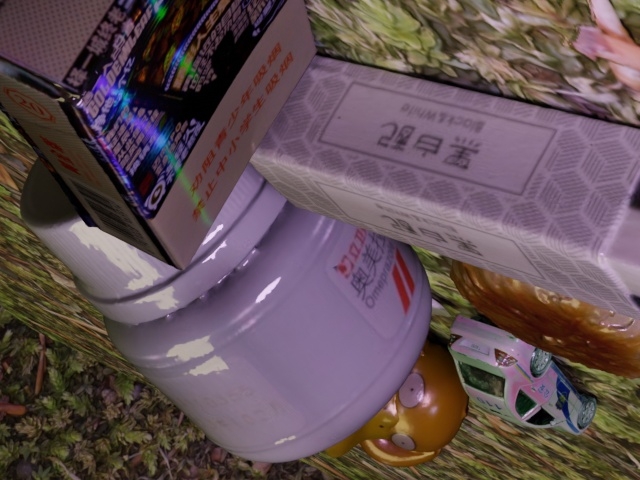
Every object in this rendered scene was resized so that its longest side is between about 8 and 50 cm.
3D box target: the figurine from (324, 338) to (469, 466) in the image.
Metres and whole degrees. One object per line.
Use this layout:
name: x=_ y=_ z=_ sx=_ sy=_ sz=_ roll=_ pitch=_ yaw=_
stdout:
figurine: x=0.045 y=0.156 z=1.876 sx=0.228 sy=0.215 sz=0.215 roll=38 pitch=176 yaw=45

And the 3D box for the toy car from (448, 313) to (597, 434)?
toy car: x=0.201 y=0.147 z=1.665 sx=0.090 sy=0.076 sz=0.224 roll=18 pitch=162 yaw=37

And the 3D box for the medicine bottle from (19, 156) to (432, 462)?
medicine bottle: x=-0.078 y=0.013 z=1.387 sx=0.306 sy=0.245 sz=0.245 roll=47 pitch=160 yaw=-30

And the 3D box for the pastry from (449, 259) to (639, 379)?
pastry: x=0.189 y=0.035 z=1.227 sx=0.182 sy=0.093 sz=0.192 roll=27 pitch=166 yaw=3

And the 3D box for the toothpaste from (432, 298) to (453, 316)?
toothpaste: x=0.000 y=0.000 z=1.619 sx=0.314 sy=0.056 sz=0.058 roll=34 pitch=-153 yaw=-30

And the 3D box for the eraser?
eraser: x=0.126 y=-0.033 z=1.102 sx=0.404 sy=0.096 sz=0.098 roll=19 pitch=163 yaw=41

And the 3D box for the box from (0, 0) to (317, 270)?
box: x=-0.098 y=-0.119 z=1.031 sx=0.084 sy=0.198 sz=0.310 roll=27 pitch=167 yaw=14

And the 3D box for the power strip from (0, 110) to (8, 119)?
power strip: x=-0.330 y=-0.164 z=1.737 sx=0.081 sy=0.035 sz=0.192 roll=33 pitch=166 yaw=-12
